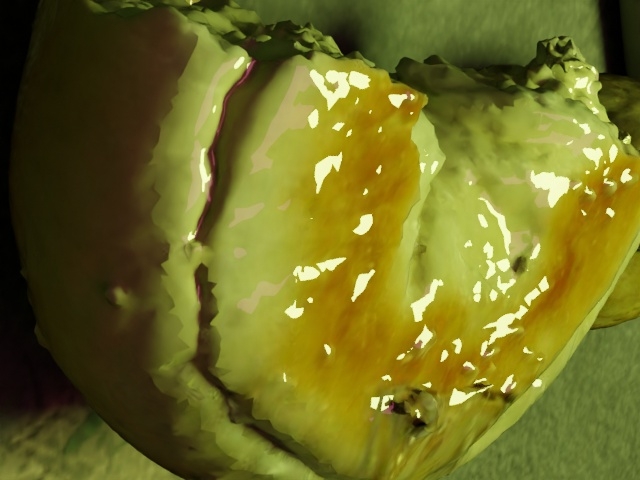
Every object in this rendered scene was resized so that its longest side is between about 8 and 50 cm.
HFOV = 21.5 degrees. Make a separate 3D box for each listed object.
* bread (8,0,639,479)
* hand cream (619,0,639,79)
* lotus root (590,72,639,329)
[{"bbox_3d":[0.001,0.004,0.662,0.314,0.171,0.192,-2,110,-48],"label":"bread"},{"bbox_3d":[0.202,-0.091,0.971,0.087,0.054,0.186,-48,143,-34],"label":"hand cream"},{"bbox_3d":[0.143,-0.026,0.856,0.214,0.138,0.138,-27,125,-54],"label":"lotus root"}]
